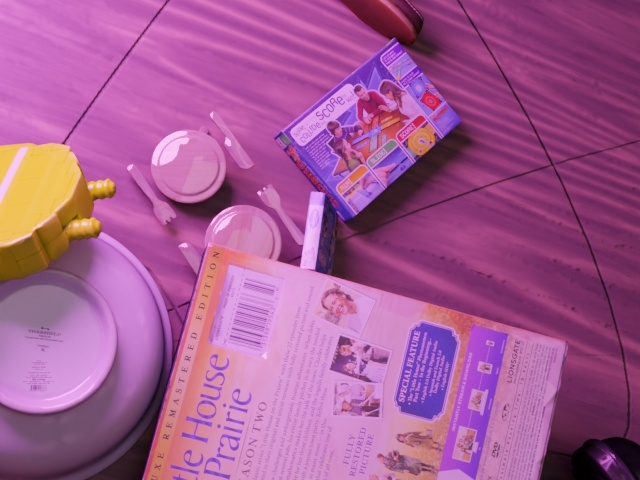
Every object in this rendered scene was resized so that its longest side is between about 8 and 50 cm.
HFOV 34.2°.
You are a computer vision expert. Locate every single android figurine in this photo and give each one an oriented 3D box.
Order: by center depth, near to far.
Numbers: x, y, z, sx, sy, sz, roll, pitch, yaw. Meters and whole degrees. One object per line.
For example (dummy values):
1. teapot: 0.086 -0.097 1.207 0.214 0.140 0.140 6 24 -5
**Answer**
1. android figurine: -0.337 -0.021 1.019 0.272 0.056 0.248 -7 38 8

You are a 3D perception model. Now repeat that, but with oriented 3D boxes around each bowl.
1. bowl: -0.286 0.106 1.054 0.297 0.134 0.298 4 78 -18

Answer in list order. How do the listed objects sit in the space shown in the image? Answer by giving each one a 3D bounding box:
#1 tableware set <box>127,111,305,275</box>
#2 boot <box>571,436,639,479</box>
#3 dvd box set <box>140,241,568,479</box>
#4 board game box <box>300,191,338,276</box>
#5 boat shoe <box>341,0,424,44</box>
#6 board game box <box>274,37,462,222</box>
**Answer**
1. tableware set: -0.119 -0.039 1.191 0.128 0.039 0.194 -34 86 -10
2. boot: 0.484 0.310 1.273 0.260 0.131 0.348 -42 105 -14
3. dvd box set: 0.037 0.204 1.130 0.420 0.062 0.308 15 80 -7
4. board game box: 0.000 0.000 1.197 0.020 0.090 0.090 5 77 13
5. boat shoe: 0.048 -0.328 1.285 0.207 0.073 0.073 36 72 -9
6. board game box: 0.061 -0.137 1.272 0.201 0.035 0.136 -41 94 -21
